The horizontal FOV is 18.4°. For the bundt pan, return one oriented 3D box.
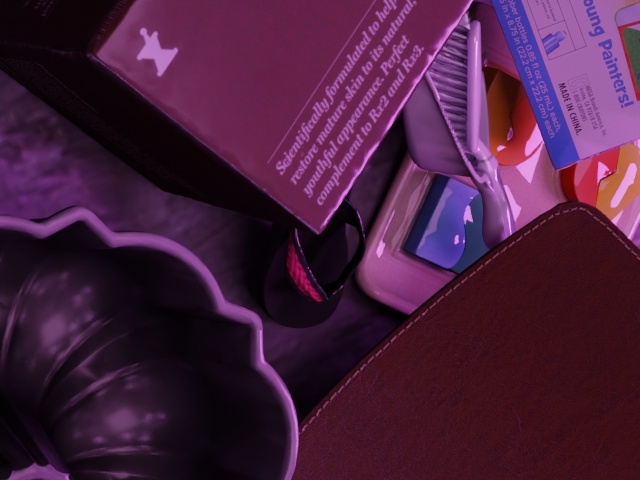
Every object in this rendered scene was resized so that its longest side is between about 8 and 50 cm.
[{"bbox_3d":[-0.182,0.136,1.108,0.331,0.124,0.330,-5,101,-28],"label":"bundt pan"}]

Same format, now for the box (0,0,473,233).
[{"bbox_3d":[-0.060,-0.126,1.091,0.167,0.203,0.168,39,79,-28],"label":"box"}]

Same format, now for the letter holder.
[{"bbox_3d":[0.115,0.150,1.255,0.302,0.152,0.214,-42,78,-9],"label":"letter holder"}]

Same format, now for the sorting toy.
[{"bbox_3d":[0.138,-0.028,1.313,0.193,0.038,0.208,25,85,-30],"label":"sorting toy"}]

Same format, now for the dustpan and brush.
[{"bbox_3d":[0.088,-0.068,1.217,0.060,0.147,0.211,0,124,9],"label":"dustpan and brush"}]

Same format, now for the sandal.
[{"bbox_3d":[0.000,0.000,1.189,0.067,0.040,0.179,-32,149,-27],"label":"sandal"}]

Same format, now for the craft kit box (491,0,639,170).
[{"bbox_3d":[0.217,-0.202,1.228,0.247,0.061,0.250,-19,96,9],"label":"craft kit box"}]
